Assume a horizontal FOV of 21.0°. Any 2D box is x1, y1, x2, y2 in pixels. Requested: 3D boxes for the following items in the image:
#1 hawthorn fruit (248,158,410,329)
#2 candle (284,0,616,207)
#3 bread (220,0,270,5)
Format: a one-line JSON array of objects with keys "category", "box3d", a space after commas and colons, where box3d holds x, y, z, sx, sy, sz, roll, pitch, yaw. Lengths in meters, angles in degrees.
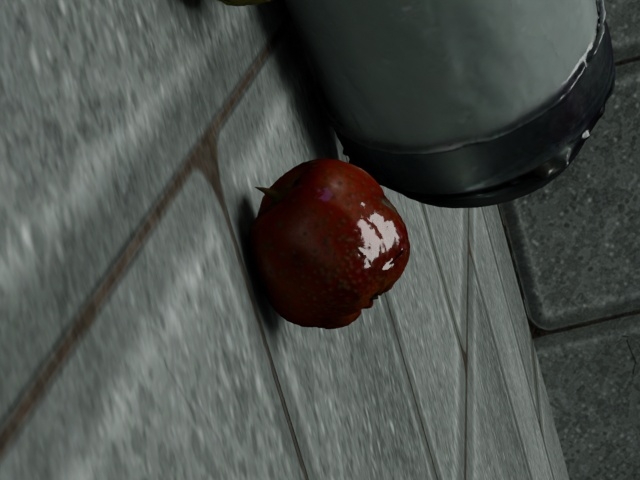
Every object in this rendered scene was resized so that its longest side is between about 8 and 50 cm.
[{"category": "hawthorn fruit", "box3d": [0.000, 0.000, 0.908, 0.093, 0.093, 0.093, -14, 90, -81]}, {"category": "candle", "box3d": [0.074, -0.195, 1.193, 0.342, 0.221, 0.221, 65, 14, -46]}, {"category": "bread", "box3d": [-0.025, -0.257, 0.890, 0.270, 0.148, 0.269, -15, 90, -85]}]
